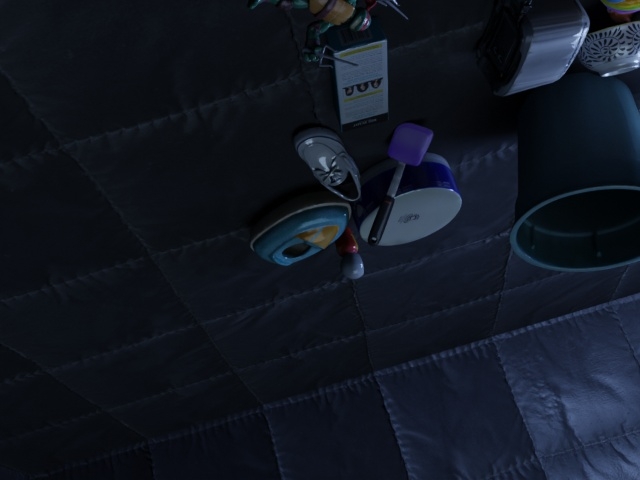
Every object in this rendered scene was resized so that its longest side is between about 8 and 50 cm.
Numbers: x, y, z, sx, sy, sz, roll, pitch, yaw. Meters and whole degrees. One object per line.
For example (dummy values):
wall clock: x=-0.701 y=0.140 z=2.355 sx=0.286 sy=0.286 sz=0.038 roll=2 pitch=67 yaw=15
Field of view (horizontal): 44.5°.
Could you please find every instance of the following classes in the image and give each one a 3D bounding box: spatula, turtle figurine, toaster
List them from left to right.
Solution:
turtle figurine: x=0.011 y=-0.375 z=1.262 sx=0.234 sy=0.118 sz=0.175 roll=19 pitch=124 yaw=-27
spatula: x=0.163 y=-0.121 z=1.752 sx=0.084 sy=0.030 sz=0.296 roll=20 pitch=105 yaw=0
toaster: x=0.397 y=-0.379 z=1.464 sx=0.146 sy=0.129 sz=0.227 roll=-13 pitch=151 yaw=-15

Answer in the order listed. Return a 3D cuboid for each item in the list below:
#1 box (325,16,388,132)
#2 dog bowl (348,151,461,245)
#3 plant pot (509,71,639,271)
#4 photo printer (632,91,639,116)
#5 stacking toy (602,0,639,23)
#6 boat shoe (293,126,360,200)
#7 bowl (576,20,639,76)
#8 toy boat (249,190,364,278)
box: x=0.073 y=-0.308 z=1.482 sx=0.100 sy=0.060 sz=0.244 roll=-15 pitch=153 yaw=-3
dog bowl: x=0.204 y=-0.096 z=1.907 sx=0.265 sy=0.104 sz=0.265 roll=-13 pitch=153 yaw=-7
plant pot: x=0.571 y=-0.157 z=1.691 sx=0.341 sy=0.334 sz=0.341 roll=2 pitch=150 yaw=1
photo printer: x=0.848 y=-0.263 z=1.858 sx=0.256 sy=0.107 sz=0.307 roll=4 pitch=166 yaw=32
stacking toy: x=0.546 y=-0.463 z=1.387 sx=0.166 sy=0.175 sz=0.302 roll=-25 pitch=163 yaw=12
boat shoe: x=0.028 y=-0.162 z=1.705 sx=0.095 sy=0.084 sz=0.258 roll=-27 pitch=151 yaw=20
bowl: x=0.587 y=-0.373 z=1.552 sx=0.170 sy=0.080 sz=0.170 roll=-12 pitch=-178 yaw=0
toy boat: x=0.000 y=0.000 z=1.925 sx=0.267 sy=0.148 sz=0.318 roll=-32 pitch=149 yaw=27
